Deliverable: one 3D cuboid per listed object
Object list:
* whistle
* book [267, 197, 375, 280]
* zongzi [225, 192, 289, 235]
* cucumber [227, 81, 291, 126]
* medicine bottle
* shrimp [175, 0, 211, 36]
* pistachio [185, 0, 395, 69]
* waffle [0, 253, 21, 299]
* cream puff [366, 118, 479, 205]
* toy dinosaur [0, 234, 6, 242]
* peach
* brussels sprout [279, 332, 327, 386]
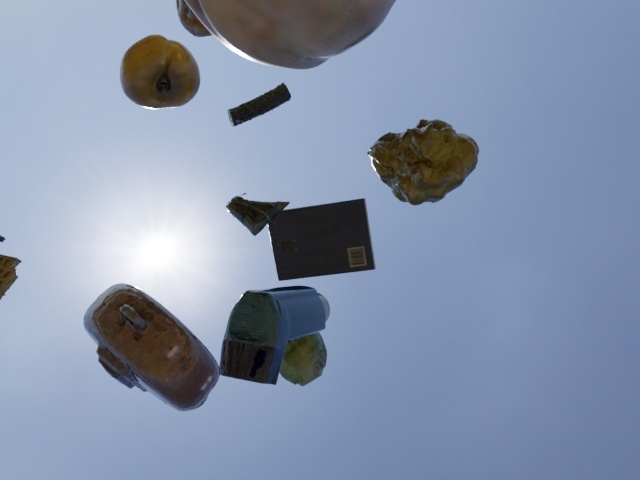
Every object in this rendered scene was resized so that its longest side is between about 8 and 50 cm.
[{"bbox_3d":[-0.126,0.099,0.415,0.107,0.220,0.057,35,-113,14],"label":"whistle"},{"bbox_3d":[0.000,0.000,1.373,0.269,0.191,0.025,-8,-172,14],"label":"book"},{"bbox_3d":[-0.152,-0.084,1.238,0.109,0.055,0.119,39,-114,17],"label":"zongzi"},{"bbox_3d":[-0.173,-0.379,1.472,0.187,0.058,0.058,-28,-133,-5],"label":"cucumber"},{"bbox_3d":[-0.057,0.129,0.779,0.079,0.124,0.258,3,-179,20],"label":"medicine bottle"},{"bbox_3d":[-0.180,-0.484,0.915,0.145,0.254,0.059,37,-163,23],"label":"shrimp"},{"bbox_3d":[-0.030,-0.297,0.401,0.238,0.321,0.229,-31,-138,-34],"label":"pistachio"},{"bbox_3d":[-0.669,0.087,1.058,0.092,0.021,0.135,9,-126,16],"label":"waffle"},{"bbox_3d":[0.150,-0.127,0.776,0.146,0.116,0.146,-39,-159,18],"label":"cream puff"},{"bbox_3d":[-0.729,-0.046,1.132,0.055,0.049,0.154,-46,-109,0],"label":"toy dinosaur"},{"bbox_3d":[-0.357,-0.372,1.166,0.179,0.179,0.103,-20,-123,-13],"label":"peach"},{"bbox_3d":[-0.047,0.261,1.221,0.117,0.155,0.155,-34,-143,28],"label":"brussels sprout"}]
